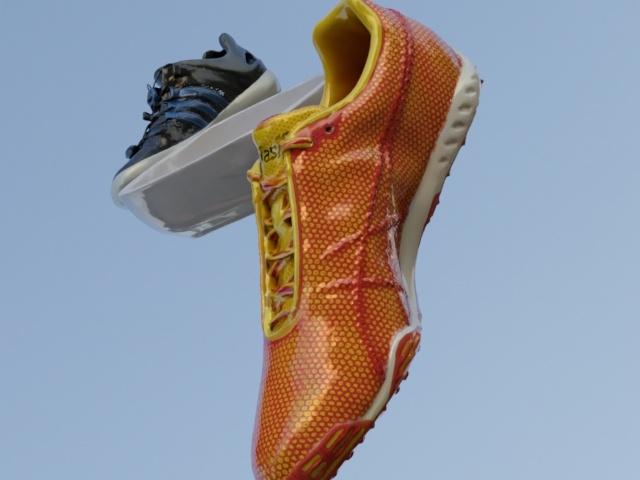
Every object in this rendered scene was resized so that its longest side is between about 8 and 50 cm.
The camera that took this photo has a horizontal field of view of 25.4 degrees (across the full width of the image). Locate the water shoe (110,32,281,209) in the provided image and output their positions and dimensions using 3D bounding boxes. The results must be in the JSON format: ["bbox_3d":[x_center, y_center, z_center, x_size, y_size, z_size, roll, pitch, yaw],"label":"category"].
[{"bbox_3d":[-0.114,-0.095,1.122,0.073,0.080,0.203,-42,1,43],"label":"water shoe"}]

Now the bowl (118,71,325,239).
[{"bbox_3d":[-0.044,-0.052,0.918,0.053,0.142,0.142,61,-147,-9],"label":"bowl"}]

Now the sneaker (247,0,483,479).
[{"bbox_3d":[0.000,0.000,0.451,0.067,0.175,0.064,26,-34,-20],"label":"sneaker"}]
